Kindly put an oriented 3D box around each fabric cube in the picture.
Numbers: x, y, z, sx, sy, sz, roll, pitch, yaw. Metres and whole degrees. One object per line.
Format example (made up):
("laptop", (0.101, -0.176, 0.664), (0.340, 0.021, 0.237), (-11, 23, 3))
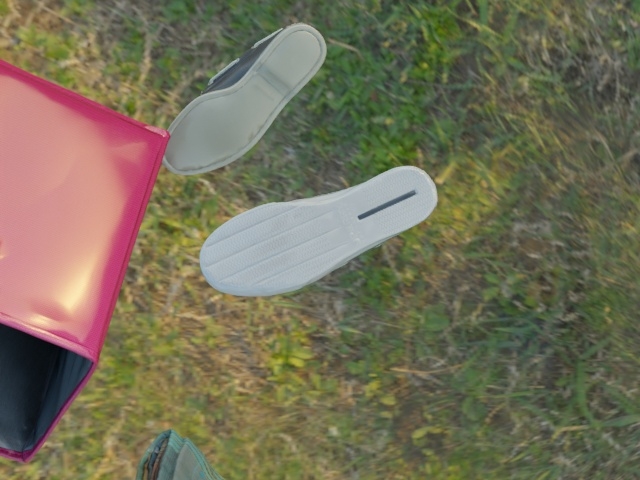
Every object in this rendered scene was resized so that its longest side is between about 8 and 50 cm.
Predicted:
("fabric cube", (-0.319, 0.011, 1.045), (0.259, 0.254, 0.258), (-47, 25, 49))

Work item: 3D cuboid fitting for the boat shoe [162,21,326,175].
("boat shoe", (-0.079, -0.144, 1.160), (0.206, 0.065, 0.075), (-41, 109, 7))

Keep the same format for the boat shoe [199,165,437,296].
("boat shoe", (0.000, 0.000, 1.539), (0.335, 0.119, 0.121), (-18, 79, -11))

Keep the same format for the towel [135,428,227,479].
("towel", (0.030, 0.268, 0.737), (0.370, 0.271, 0.040), (38, 90, -7))
